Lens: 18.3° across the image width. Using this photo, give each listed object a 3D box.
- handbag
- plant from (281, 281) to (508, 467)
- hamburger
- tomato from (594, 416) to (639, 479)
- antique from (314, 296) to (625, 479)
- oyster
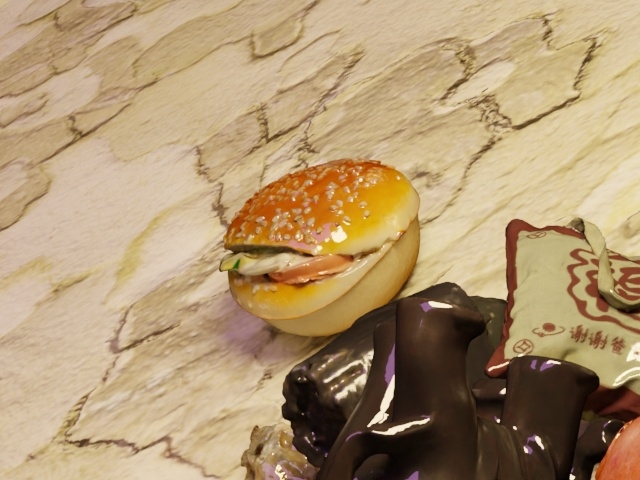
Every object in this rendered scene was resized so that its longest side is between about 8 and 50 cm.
[{"bbox_3d":[0.255,0.080,1.766,0.213,0.127,0.235,14,35,0],"label":"handbag"},{"bbox_3d":[0.087,0.121,1.796,0.256,0.142,0.164,-17,-5,-38],"label":"plant"},{"bbox_3d":[0.004,-0.001,2.099,0.236,0.147,0.237,-21,32,13],"label":"hamburger"},{"bbox_3d":[0.309,0.209,1.469,0.184,0.208,0.208,-13,36,32],"label":"tomato"},{"bbox_3d":[0.108,0.208,1.547,0.185,0.322,0.255,-2,70,42],"label":"antique"},{"bbox_3d":[-0.035,0.247,1.859,0.132,0.072,0.209,-15,37,31],"label":"oyster"}]
